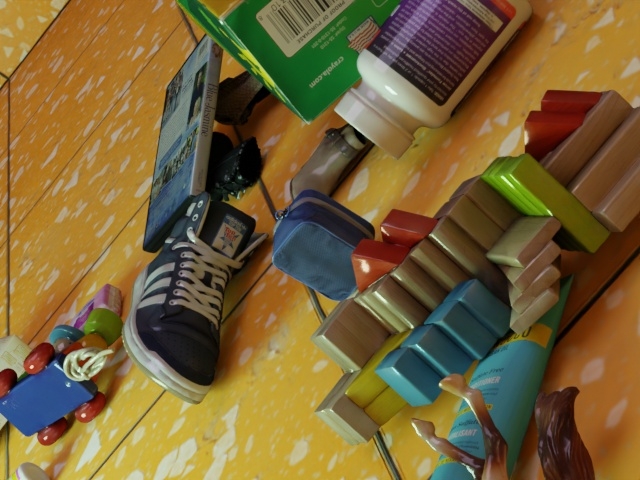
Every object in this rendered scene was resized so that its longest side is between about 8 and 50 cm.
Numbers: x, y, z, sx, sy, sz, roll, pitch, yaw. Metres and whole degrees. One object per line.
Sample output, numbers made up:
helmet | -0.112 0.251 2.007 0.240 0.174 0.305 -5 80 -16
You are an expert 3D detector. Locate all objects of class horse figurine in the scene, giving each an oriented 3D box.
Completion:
horse figurine | 0.074 0.200 0.878 0.263 0.066 0.174 -38 70 8

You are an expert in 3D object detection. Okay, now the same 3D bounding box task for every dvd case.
dvd case | -0.174 -0.128 1.799 0.180 0.022 0.253 138 142 -56

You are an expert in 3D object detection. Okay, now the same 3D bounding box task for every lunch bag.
lunch bag | 0.000 0.000 1.314 0.067 0.098 0.065 -47 21 29

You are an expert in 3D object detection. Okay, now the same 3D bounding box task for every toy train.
toy train | -0.275 0.133 1.670 0.248 0.105 0.143 -33 18 41

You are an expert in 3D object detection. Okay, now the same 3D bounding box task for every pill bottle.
pill bottle | 0.103 -0.176 1.348 0.193 0.108 0.108 -51 23 5
pill bottle | -0.354 0.300 1.641 0.083 0.043 0.043 -47 24 14

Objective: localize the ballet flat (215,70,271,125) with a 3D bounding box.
ballet flat | -0.051 -0.210 1.764 0.250 0.058 0.084 -30 -9 35

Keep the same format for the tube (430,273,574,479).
tube | 0.126 0.113 0.992 0.080 0.052 0.207 -24 31 46

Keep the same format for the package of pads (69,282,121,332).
package of pads | -0.289 0.099 1.809 0.083 0.032 0.050 -44 24 22

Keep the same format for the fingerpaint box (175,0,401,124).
fingerpaint box | 0.043 -0.375 1.510 0.445 0.163 0.371 -42 34 -2

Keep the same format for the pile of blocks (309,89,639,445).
pile of blocks | 0.101 0.013 1.041 0.362 0.112 0.149 -46 7 19

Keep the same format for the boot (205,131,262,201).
boot | -0.110 -0.098 1.726 0.099 0.045 0.121 -32 39 46

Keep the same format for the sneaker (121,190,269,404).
sneaker | -0.126 0.049 1.486 0.153 0.099 0.282 -50 20 13

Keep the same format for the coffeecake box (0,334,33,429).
coffeecake box | -0.467 0.223 1.901 0.142 0.068 0.185 -15 36 56

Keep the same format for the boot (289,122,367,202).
boot | 0.012 -0.078 1.473 0.087 0.042 0.118 -39 27 26
